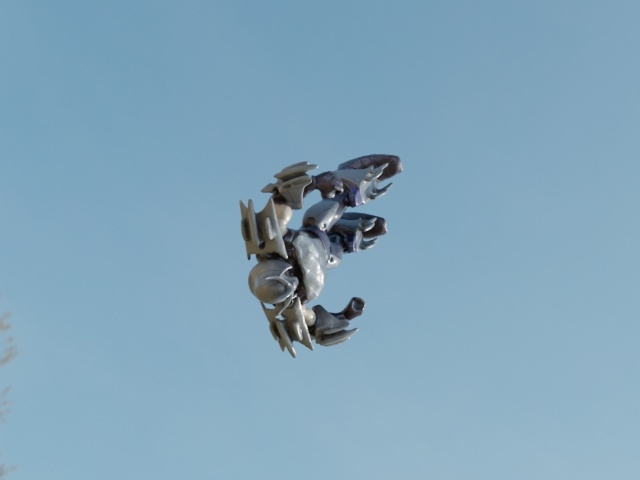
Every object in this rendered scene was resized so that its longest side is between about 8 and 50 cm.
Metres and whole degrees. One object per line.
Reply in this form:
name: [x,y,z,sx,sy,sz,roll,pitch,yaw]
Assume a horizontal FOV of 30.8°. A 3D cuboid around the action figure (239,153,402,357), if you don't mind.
action figure: [0.000,0.000,1.169,0.099,0.285,0.185,4,-67,19]
